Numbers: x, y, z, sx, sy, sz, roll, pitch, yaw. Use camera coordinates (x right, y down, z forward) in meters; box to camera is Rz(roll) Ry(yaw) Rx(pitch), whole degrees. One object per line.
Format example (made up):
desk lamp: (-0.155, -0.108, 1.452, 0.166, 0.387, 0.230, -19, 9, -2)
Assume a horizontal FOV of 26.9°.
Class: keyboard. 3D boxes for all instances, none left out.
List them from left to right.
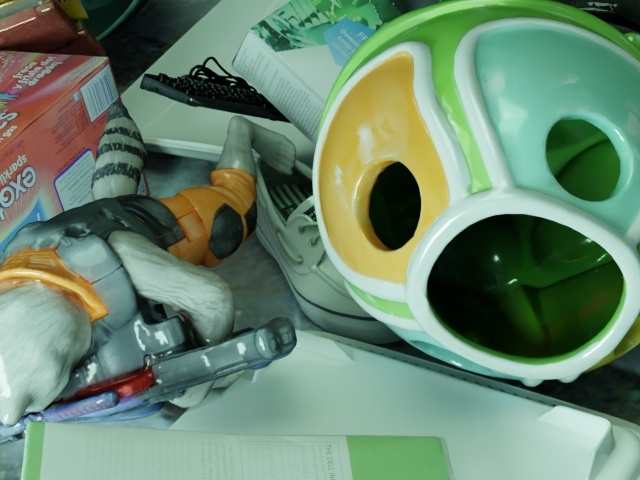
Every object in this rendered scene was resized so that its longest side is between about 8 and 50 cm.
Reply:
keyboard: (-0.066, -0.125, 1.097, 0.100, 0.038, 0.192, 21, 10, 37)

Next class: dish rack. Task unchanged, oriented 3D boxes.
dish rack: (0.025, 0.162, 0.794, 0.333, 0.072, 0.285, 13, 42, 35)

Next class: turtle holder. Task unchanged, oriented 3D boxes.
turtle holder: (0.143, -0.003, 0.874, 0.243, 0.320, 0.227, -35, 23, 19)

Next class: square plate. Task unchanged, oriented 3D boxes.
square plate: (0.009, -0.167, 1.285, 0.344, 0.049, 0.347, 11, 46, 33)

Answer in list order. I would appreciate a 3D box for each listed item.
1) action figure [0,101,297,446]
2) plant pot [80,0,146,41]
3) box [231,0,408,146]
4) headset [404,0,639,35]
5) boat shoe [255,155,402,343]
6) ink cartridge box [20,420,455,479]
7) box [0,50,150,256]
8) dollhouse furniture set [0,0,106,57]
action figure: (-0.181, 0.034, 0.921, 0.341, 0.178, 0.330, -20, 14, 17)
plant pot: (-0.298, -0.346, 1.473, 0.293, 0.293, 0.235, -9, 8, 5)
box: (0.114, -0.157, 1.133, 0.232, 0.058, 0.322, 44, 53, 6)
headset: (0.255, -0.182, 1.062, 0.394, 0.185, 0.243, 35, 53, 12)
boat shoe: (0.000, 0.000, 1.035, 0.083, 0.076, 0.226, -27, 36, -21)
ink cartridge box: (-0.041, 0.172, 0.691, 0.235, 0.056, 0.171, 5, 36, -10)
box: (-0.288, -0.019, 1.093, 0.142, 0.154, 0.300, 7, 39, 29)
dollhouse furniture set: (-0.412, -0.211, 1.275, 0.374, 0.152, 0.201, -21, 76, 7)
